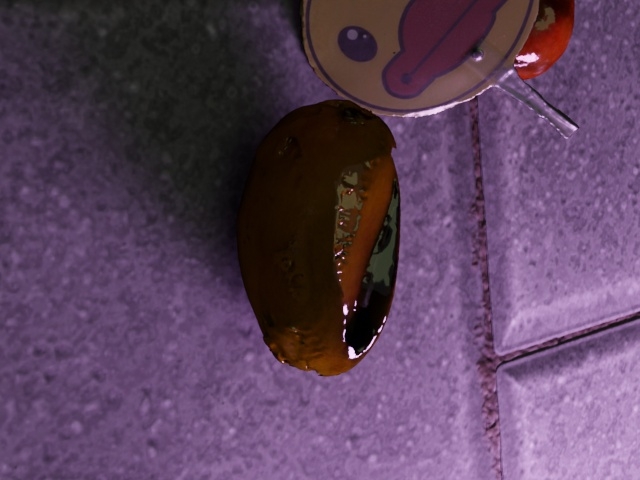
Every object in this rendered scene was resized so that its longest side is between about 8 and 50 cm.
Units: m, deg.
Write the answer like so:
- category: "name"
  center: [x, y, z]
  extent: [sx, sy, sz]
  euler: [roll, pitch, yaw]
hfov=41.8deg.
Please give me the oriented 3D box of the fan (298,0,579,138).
- category: "fan"
  center: [0.126, -0.195, 0.788]
  extent: [0.335, 0.011, 0.229]
  euler: [32, 116, -21]

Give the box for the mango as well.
- category: "mango"
  center: [0.000, 0.000, 0.746]
  extent: [0.156, 0.151, 0.249]
  euler: [-37, 131, -67]

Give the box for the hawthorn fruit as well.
- category: "hawthorn fruit"
  center: [0.201, -0.215, 0.856]
  extent: [0.125, 0.125, 0.140]
  euler: [-36, 119, -23]
